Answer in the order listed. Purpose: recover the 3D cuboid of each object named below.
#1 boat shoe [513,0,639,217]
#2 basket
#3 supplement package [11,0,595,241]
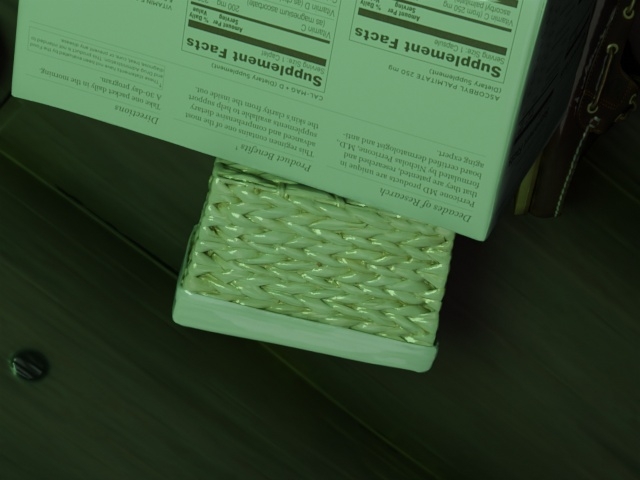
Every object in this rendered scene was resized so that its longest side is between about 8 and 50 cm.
[{"bbox_3d":[0.163,-0.104,0.968,0.073,0.073,0.207,9,118,0],"label":"boat shoe"},{"bbox_3d":[0.000,0.000,1.009,0.167,0.113,0.103,11,115,-3],"label":"basket"},{"bbox_3d":[0.004,-0.135,0.853,0.261,0.204,0.145,18,118,13],"label":"supplement package"}]
